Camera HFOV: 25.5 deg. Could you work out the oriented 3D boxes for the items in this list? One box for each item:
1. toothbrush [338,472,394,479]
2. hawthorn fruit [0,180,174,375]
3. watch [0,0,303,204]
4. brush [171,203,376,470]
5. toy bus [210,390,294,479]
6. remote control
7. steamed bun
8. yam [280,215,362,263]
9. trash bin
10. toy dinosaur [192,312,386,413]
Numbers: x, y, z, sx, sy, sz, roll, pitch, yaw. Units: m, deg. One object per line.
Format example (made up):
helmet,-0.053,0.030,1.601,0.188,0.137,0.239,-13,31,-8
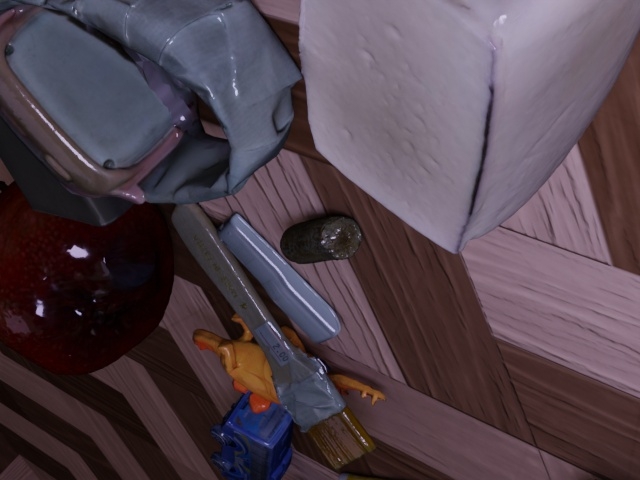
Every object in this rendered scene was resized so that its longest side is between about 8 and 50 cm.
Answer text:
toothbrush,0.089,0.297,1.694,0.021,0.024,0.288,47,157,-14
hawthorn fruit,-0.295,0.007,1.582,0.266,0.230,0.210,45,-155,26
watch,-0.146,-0.140,1.163,0.253,0.161,0.241,48,150,-14
brush,-0.058,0.098,1.508,0.085,0.020,0.336,-33,93,43
toy bus,-0.087,0.268,1.863,0.094,0.079,0.236,36,157,14
remote control,-0.045,0.042,1.460,0.162,0.029,0.061,45,156,-5
steamed bun,0.088,-0.123,0.774,0.146,0.164,0.241,37,158,19
yam,0.000,0.000,1.297,0.043,0.043,0.094,49,158,-14
trash bin,-0.266,-0.148,1.380,0.164,0.122,0.240,14,142,49
toy dinosaur,-0.032,0.158,1.590,0.288,0.070,0.117,16,139,33
